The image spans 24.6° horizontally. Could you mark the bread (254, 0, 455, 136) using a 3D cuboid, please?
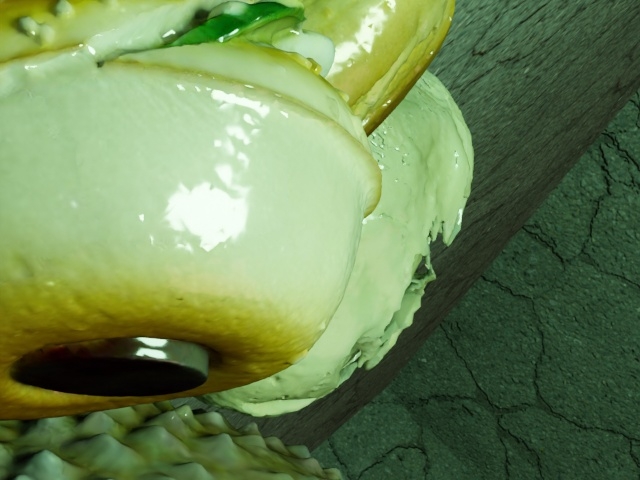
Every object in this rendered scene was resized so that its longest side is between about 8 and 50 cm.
[{"bbox_3d":[-0.035,-0.072,0.731,0.236,0.106,0.140,-44,172,-3],"label":"bread"}]

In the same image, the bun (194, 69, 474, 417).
[{"bbox_3d":[0.000,0.000,0.914,0.259,0.152,0.259,-51,177,-3],"label":"bun"}]

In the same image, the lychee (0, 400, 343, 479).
[{"bbox_3d":[-0.108,0.268,0.876,0.380,0.432,0.380,-45,-174,6],"label":"lychee"}]

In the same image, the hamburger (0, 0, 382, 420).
[{"bbox_3d":[-0.092,-0.012,0.559,0.236,0.147,0.237,-8,161,-3],"label":"hamburger"}]
